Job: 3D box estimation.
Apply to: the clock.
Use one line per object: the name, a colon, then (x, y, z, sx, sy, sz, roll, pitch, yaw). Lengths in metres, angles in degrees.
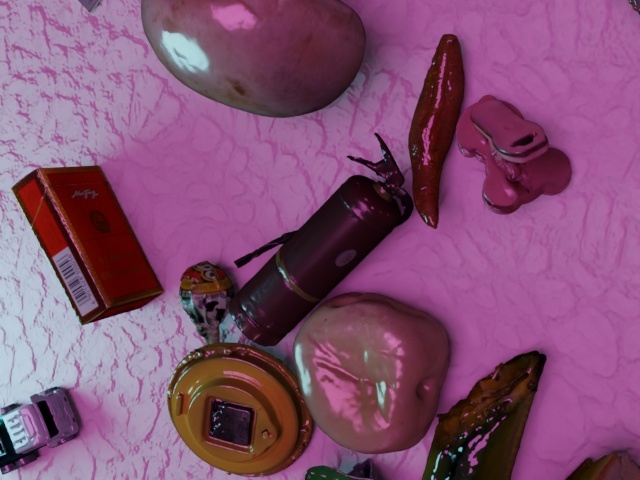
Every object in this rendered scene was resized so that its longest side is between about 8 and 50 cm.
clock: (-0.128, 0.265, 1.319, 0.237, 0.057, 0.237, 5, 112, 14)

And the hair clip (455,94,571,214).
hair clip: (0.240, -0.113, 1.139, 0.123, 0.102, 0.138, -29, 43, -13)

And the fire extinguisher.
fire extinguisher: (0.000, 0.000, 1.231, 0.141, 0.105, 0.341, 36, 115, -16)

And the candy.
candy: (-0.163, 0.182, 1.361, 0.091, 0.083, 0.306, 17, 117, 59)

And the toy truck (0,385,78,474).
toy truck: (-0.525, 0.333, 1.498, 0.216, 0.116, 0.110, -26, 85, 24)

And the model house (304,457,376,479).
model house: (0.041, 0.397, 1.275, 0.117, 0.088, 0.167, 5, 97, 23)

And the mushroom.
mushroom: (-0.073, -0.311, 1.134, 0.297, 0.297, 0.290, 22, 98, 20)

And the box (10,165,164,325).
box: (-0.357, 0.002, 1.368, 0.074, 0.153, 0.240, -31, 84, 27)

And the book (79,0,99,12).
book: (-0.385, -0.468, 1.403, 0.182, 0.014, 0.127, 48, 111, 12)

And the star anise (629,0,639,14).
star anise: (0.418, -0.263, 1.002, 0.182, 0.195, 0.065, 34, 95, -24)

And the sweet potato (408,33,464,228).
sweet potato: (0.152, -0.143, 1.177, 0.078, 0.058, 0.255, -171, 90, -67)

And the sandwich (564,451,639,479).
sandwich: (0.342, 0.392, 1.114, 0.155, 0.198, 0.227, 44, 149, 13)

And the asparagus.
asparagus: (0.197, 0.317, 1.191, 0.128, 0.108, 0.382, 18, 101, 23)

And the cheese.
cheese: (0.071, 0.175, 1.217, 0.218, 0.117, 0.235, -42, 74, 23)
